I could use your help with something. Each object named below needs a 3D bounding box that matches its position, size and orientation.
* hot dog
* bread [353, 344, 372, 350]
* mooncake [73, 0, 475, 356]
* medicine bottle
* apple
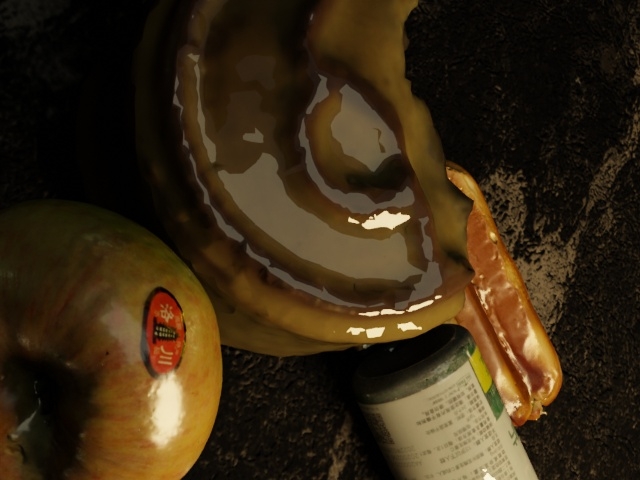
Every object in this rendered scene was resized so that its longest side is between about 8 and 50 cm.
[{"bbox_3d":[0.167,0.071,1.443,0.135,0.100,0.337,-36,105,-32],"label":"hot dog"},{"bbox_3d":[0.065,0.071,1.358,0.083,0.077,0.070,-25,97,-61],"label":"bread"},{"bbox_3d":[-0.015,-0.090,1.192,0.394,0.246,0.393,46,59,-11],"label":"mooncake"},{"bbox_3d":[0.151,0.245,1.361,0.141,0.141,0.293,-34,104,-41],"label":"medicine bottle"},{"bbox_3d":[-0.199,0.092,1.017,0.260,0.261,0.194,64,18,-12],"label":"apple"}]
